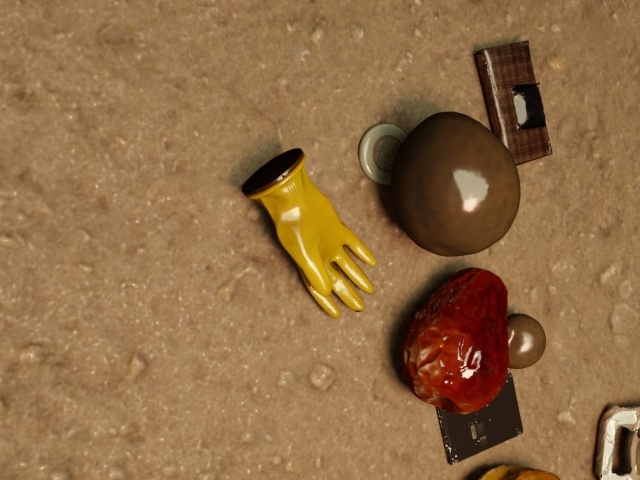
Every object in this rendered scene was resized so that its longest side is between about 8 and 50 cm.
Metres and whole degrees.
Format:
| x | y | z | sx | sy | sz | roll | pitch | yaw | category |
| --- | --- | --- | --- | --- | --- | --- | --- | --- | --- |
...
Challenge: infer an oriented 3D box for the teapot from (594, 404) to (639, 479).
| x | y | z | sx | sy | sz | roll | pitch | yaw | category |
| --- | --- | --- | --- | --- | --- | --- | --- | --- | --- |
| 0.680 | 0.423 | 1.588 | 0.163 | 0.222 | 0.178 | 16 | 69 | -63 | teapot |

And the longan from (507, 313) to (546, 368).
| x | y | z | sx | sy | sz | roll | pitch | yaw | category |
| --- | --- | --- | --- | --- | --- | --- | --- | --- | --- |
| 0.366 | 0.187 | 1.443 | 0.119 | 0.106 | 0.106 | 23 | 79 | -45 | longan |

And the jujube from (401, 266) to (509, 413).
| x | y | z | sx | sy | sz | roll | pitch | yaw | category |
| --- | --- | --- | --- | --- | --- | --- | --- | --- | --- |
| 0.246 | 0.172 | 1.361 | 0.190 | 0.190 | 0.255 | 38 | 57 | -20 | jujube |

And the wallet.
| x | y | z | sx | sy | sz | roll | pitch | yaw | category |
| --- | --- | --- | --- | --- | --- | --- | --- | --- | --- |
| 0.373 | -0.261 | 1.485 | 0.124 | 0.042 | 0.230 | -17 | 95 | -22 | wallet |

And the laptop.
| x | y | z | sx | sy | sz | roll | pitch | yaw | category |
| --- | --- | --- | --- | --- | --- | --- | --- | --- | --- |
| 0.304 | 0.334 | 1.462 | 0.180 | 0.016 | 0.129 | -16 | 97 | -26 | laptop |

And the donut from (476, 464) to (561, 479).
| x | y | z | sx | sy | sz | roll | pitch | yaw | category |
| --- | --- | --- | --- | --- | --- | --- | --- | --- | --- |
| 0.385 | 0.563 | 1.405 | 0.330 | 0.160 | 0.329 | 12 | 70 | -36 | donut |

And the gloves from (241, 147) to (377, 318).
| x | y | z | sx | sy | sz | roll | pitch | yaw | category |
| --- | --- | --- | --- | --- | --- | --- | --- | --- | --- |
| 0.001 | -0.001 | 1.281 | 0.133 | 0.116 | 0.294 | -40 | 112 | -13 | gloves |

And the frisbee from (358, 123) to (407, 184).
| x | y | z | sx | sy | sz | roll | pitch | yaw | category |
| --- | --- | --- | --- | --- | --- | --- | --- | --- | --- |
| 0.118 | -0.153 | 1.377 | 0.110 | 0.014 | 0.110 | 0 | 90 | -26 | frisbee |

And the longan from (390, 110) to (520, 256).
| x | y | z | sx | sy | sz | roll | pitch | yaw | category |
| --- | --- | --- | --- | --- | --- | --- | --- | --- | --- |
| 0.231 | -0.097 | 1.323 | 0.248 | 0.248 | 0.248 | 0 | 90 | -26 | longan |
